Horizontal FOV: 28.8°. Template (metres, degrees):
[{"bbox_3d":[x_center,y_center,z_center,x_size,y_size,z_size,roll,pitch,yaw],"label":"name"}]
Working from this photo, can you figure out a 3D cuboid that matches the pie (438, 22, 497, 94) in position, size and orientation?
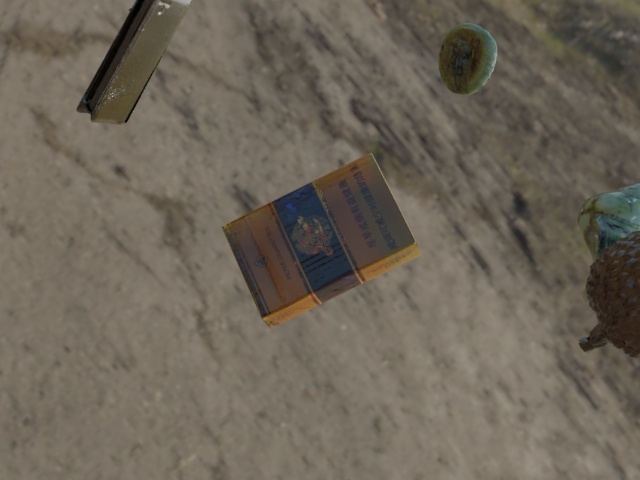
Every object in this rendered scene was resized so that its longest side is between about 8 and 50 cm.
[{"bbox_3d":[0.167,-0.210,1.440,0.021,0.084,0.084,0,52,-48],"label":"pie"}]

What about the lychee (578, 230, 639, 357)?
[{"bbox_3d":[0.450,0.079,1.689,0.200,0.238,0.200,41,19,-17],"label":"lychee"}]

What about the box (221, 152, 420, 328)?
[{"bbox_3d":[0.000,0.000,1.728,0.152,0.237,0.070,64,5,20],"label":"box"}]

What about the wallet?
[{"bbox_3d":[-0.241,-0.243,1.626,0.031,0.198,0.110,35,13,15],"label":"wallet"}]

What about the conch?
[{"bbox_3d":[0.471,0.003,1.964,0.187,0.124,0.181,-2,87,-78],"label":"conch"}]
